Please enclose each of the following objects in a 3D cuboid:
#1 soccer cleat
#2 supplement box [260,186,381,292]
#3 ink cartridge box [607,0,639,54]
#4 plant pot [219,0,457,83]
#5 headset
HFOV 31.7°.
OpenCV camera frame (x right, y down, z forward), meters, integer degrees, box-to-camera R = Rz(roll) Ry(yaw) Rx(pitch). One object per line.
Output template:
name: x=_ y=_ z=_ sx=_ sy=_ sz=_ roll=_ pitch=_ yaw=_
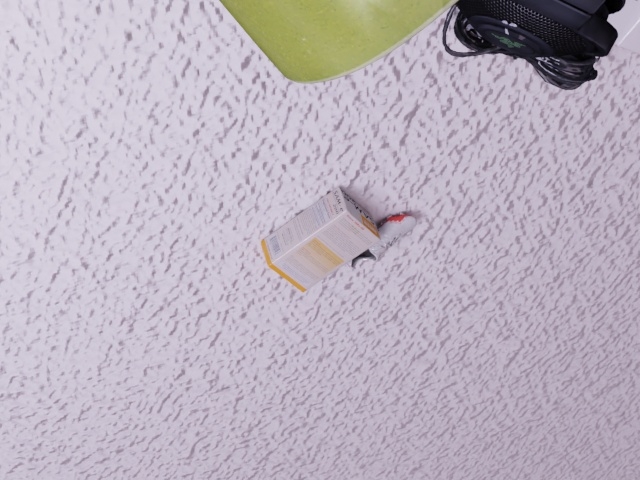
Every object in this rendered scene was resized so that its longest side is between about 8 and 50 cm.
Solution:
soccer cleat: x=0.060 y=0.002 z=1.123 sx=0.083 sy=0.035 sz=0.029 roll=-23 pitch=138 yaw=4
supplement box: x=0.000 y=0.000 z=1.098 sx=0.098 sy=0.036 sz=0.062 roll=-34 pitch=136 yaw=16
ink cartridge box: x=0.317 y=-0.213 z=0.972 sx=0.198 sy=0.067 sz=0.115 roll=12 pitch=130 yaw=-29
plant pot: x=-0.034 y=-0.288 z=0.652 sx=0.293 sy=0.274 sz=0.275 roll=39 pitch=114 yaw=-25
headset: x=0.195 y=-0.222 z=0.795 sx=0.185 sy=0.243 sz=0.394 roll=25 pitch=160 yaw=-7
